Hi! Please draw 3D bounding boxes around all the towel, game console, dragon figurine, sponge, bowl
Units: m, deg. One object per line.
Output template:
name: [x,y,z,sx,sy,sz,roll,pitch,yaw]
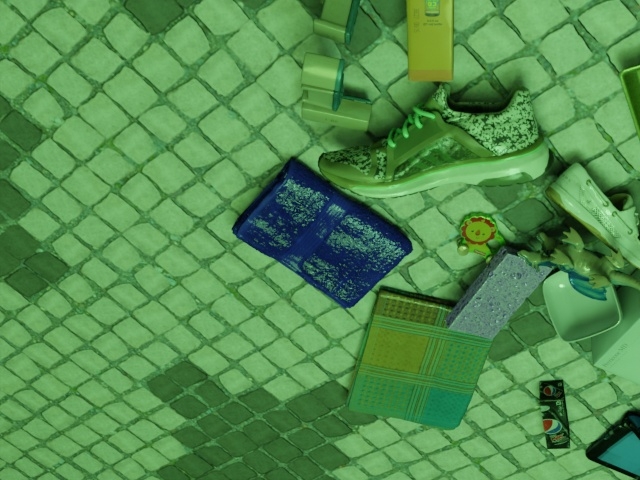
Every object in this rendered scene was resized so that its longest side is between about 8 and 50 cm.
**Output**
towel: [0.000,0.000,1.882,0.308,0.076,0.227,32,129,-15]
game console: [0.777,0.516,2.098,0.293,0.250,0.173,22,103,-8]
dragon figurine: [0.495,0.055,1.727,0.289,0.085,0.144,27,175,22]
towel: [0.219,0.266,2.085,0.271,0.040,0.370,12,129,0]
sponge: [0.350,0.108,1.888,0.117,0.031,0.210,17,122,-28]
bowl: [0.515,0.118,1.852,0.142,0.142,0.053,-27,162,36]

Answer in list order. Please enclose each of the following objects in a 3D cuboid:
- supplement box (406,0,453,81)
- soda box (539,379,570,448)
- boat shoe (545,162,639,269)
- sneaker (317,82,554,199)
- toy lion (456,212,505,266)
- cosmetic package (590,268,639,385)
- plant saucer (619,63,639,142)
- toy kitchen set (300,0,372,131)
supplement box: [0.178,-0.374,1.536,0.078,0.080,0.233,2,131,9]
soda box: [0.519,0.388,2.108,0.053,0.060,0.169,-5,128,17]
boat shoe: [0.535,-0.041,1.729,0.277,0.098,0.096,35,100,-24]
sneaker: [0.192,-0.190,1.662,0.410,0.158,0.182,-6,116,9]
toy lion: [0.314,-0.007,1.845,0.100,0.034,0.096,21,123,-7]
cosmetic package: [0.682,0.175,1.850,0.224,0.138,0.224,24,130,-7]
plant saucer: [0.609,-0.242,1.578,0.188,0.045,0.188,-16,125,22]
toy kitchen set: [0.043,-0.307,1.630,0.122,0.166,0.207,12,167,2]
